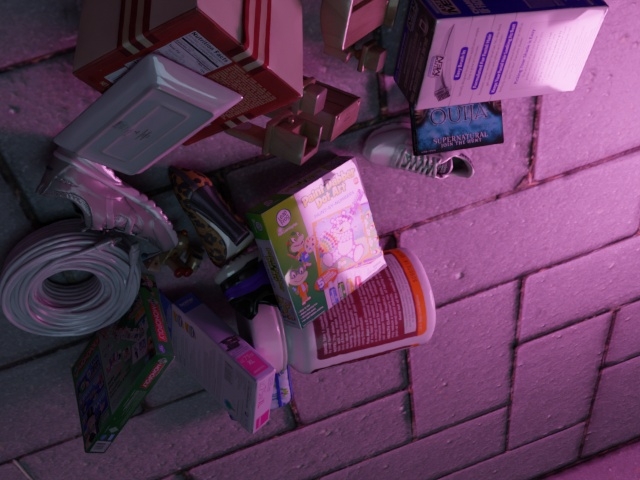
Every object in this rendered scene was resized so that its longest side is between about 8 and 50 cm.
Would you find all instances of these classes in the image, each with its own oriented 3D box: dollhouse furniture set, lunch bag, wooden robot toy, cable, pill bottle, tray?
[{"bbox_3d":[-0.013,-0.344,1.220,0.303,0.174,0.355,-47,155,-52],"label":"dollhouse furniture set"},{"bbox_3d":[-0.155,0.335,1.944,0.176,0.090,0.219,-17,140,-14],"label":"lunch bag"},{"bbox_3d":[-0.262,0.019,1.532,0.079,0.076,0.173,-60,157,16],"label":"wooden robot toy"},{"bbox_3d":[-0.467,0.073,1.513,0.257,0.089,0.257,-8,137,-18],"label":"cable"},{"bbox_3d":[0.026,0.157,1.740,0.392,0.224,0.224,-11,137,-16],"label":"pill bottle"},{"bbox_3d":[-0.242,-0.155,1.104,0.145,0.030,0.270,22,147,-37],"label":"tray"}]

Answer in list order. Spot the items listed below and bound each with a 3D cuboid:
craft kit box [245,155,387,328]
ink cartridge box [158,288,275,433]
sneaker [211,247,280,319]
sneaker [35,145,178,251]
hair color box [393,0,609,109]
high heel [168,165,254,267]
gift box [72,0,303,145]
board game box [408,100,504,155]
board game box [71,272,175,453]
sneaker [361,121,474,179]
[{"bbox_3d":[0.000,0.000,1.539,0.250,0.061,0.246,-35,115,-33],"label":"craft kit box"},{"bbox_3d":[-0.222,0.238,1.676,0.065,0.311,0.186,-34,149,-36],"label":"ink cartridge box"},{"bbox_3d":[-0.060,0.066,1.607,0.293,0.146,0.102,-28,170,-26],"label":"sneaker"},{"bbox_3d":[-0.367,-0.055,1.398,0.281,0.105,0.115,42,82,-36],"label":"sneaker"},{"bbox_3d":[0.315,-0.350,1.438,0.339,0.110,0.185,-10,138,-19],"label":"hair color box"},{"bbox_3d":[-0.217,-0.046,1.544,0.093,0.186,0.261,-43,177,-17],"label":"high heel"},{"bbox_3d":[-0.192,-0.313,1.106,0.276,0.258,0.255,-13,152,26],"label":"gift box"},{"bbox_3d":[0.259,-0.235,1.541,0.186,0.026,0.126,-11,102,-17],"label":"board game box"},{"bbox_3d":[-0.405,0.248,1.631,0.046,0.213,0.317,15,126,-37],"label":"board game box"},{"bbox_3d":[0.193,-0.167,1.580,0.235,0.095,0.090,-1,135,-24],"label":"sneaker"}]
